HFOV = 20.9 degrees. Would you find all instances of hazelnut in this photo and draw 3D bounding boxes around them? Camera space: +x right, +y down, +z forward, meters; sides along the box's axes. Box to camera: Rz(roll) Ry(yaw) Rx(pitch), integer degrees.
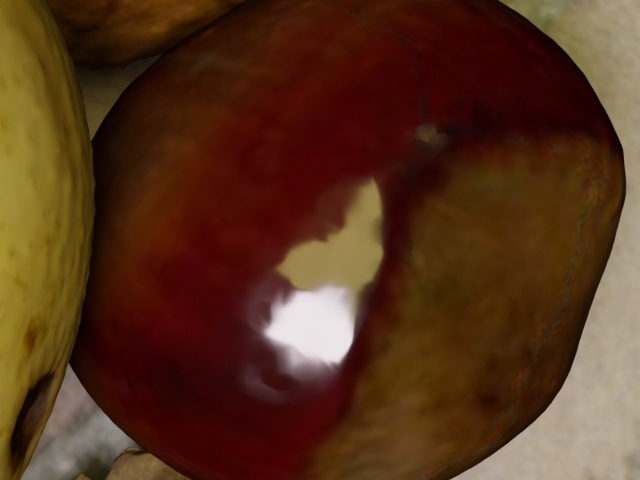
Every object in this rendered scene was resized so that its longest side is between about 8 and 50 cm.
[{"bbox_3d":[0.000,0.000,0.691,0.230,0.229,0.229,1,75,-4],"label":"hazelnut"}]

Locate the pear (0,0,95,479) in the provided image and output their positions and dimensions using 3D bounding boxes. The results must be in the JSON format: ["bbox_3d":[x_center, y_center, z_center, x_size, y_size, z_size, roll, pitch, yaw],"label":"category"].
[{"bbox_3d":[-0.246,0.005,0.556,0.348,0.348,0.348,1,75,-4],"label":"pear"}]

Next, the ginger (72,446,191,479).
[{"bbox_3d":[-0.030,0.141,0.727,0.214,0.059,0.133,-16,81,-6],"label":"ginger"}]

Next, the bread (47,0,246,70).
[{"bbox_3d":[-0.085,-0.214,0.694,0.312,0.312,0.172,-17,53,-8],"label":"bread"}]
